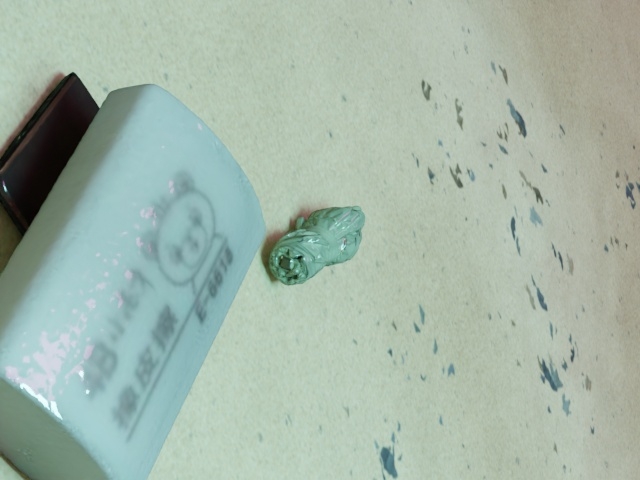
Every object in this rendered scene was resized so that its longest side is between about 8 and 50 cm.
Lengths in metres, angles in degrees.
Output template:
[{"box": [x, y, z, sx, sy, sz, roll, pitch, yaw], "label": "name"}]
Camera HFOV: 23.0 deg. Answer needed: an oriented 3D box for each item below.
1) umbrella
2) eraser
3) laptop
[{"box": [0.000, 0.000, 1.480, 0.062, 0.067, 0.143, 48, 37, 7], "label": "umbrella"}, {"box": [-0.146, 0.040, 1.135, 0.174, 0.095, 0.270, 55, 46, -36], "label": "eraser"}, {"box": [-0.171, -0.009, 1.221, 0.207, 0.026, 0.154, 59, 36, -28], "label": "laptop"}]
